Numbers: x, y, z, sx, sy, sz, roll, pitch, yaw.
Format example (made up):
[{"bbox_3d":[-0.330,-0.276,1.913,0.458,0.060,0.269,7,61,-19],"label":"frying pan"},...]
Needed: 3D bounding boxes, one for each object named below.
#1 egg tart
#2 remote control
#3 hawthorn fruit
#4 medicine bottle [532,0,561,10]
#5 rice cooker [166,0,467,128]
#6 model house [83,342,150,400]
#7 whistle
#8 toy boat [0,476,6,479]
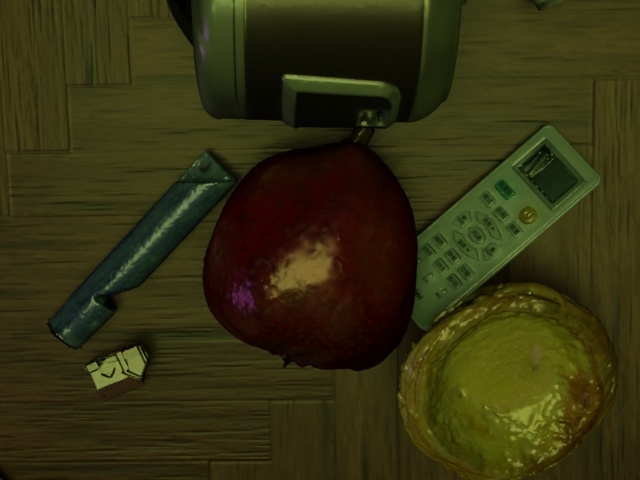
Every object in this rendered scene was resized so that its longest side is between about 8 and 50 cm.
[{"bbox_3d":[0.228,0.167,1.588,0.294,0.123,0.294,-6,116,-12],"label":"egg tart"},{"bbox_3d":[0.212,-0.013,1.608,0.293,0.051,0.103,-42,72,8],"label":"remote control"},{"bbox_3d":[0.000,0.000,1.526,0.265,0.265,0.307,20,92,-2],"label":"hawthorn fruit"},{"bbox_3d":[0.245,-0.410,1.493,0.143,0.143,0.258,-30,99,7],"label":"medicine bottle"},{"bbox_3d":[-0.012,-0.286,1.426,0.325,0.335,0.335,1,100,-2],"label":"rice cooker"},{"bbox_3d":[-0.257,0.171,1.656,0.083,0.057,0.058,-22,94,4],"label":"model house"},{"bbox_3d":[-0.228,0.013,1.624,0.062,0.062,0.304,43,98,-6],"label":"whistle"},{"bbox_3d":[-0.410,0.432,1.693,0.121,0.089,0.321,-40,99,14],"label":"toy boat"}]
